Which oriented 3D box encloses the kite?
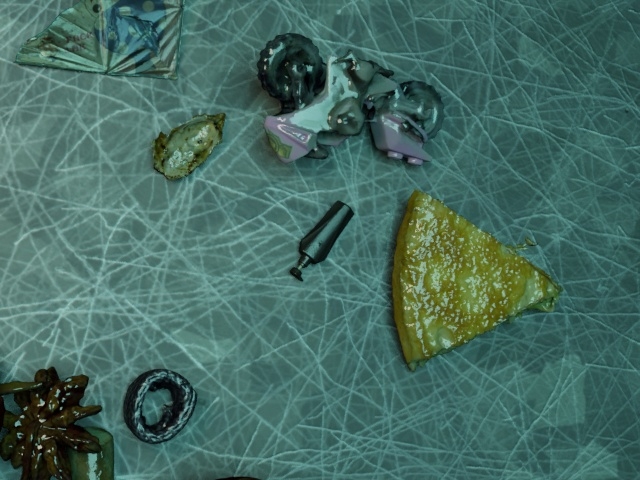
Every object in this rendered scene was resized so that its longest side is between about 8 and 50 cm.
[{"bbox_3d":[-0.311,-0.359,1.626,0.335,0.011,0.314,-44,111,-8],"label":"kite"}]

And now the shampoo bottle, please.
[{"bbox_3d":[0.000,0.000,1.700,0.048,0.027,0.137,40,75,-7],"label":"shampoo bottle"}]

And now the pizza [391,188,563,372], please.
[{"bbox_3d":[0.245,0.081,1.745,0.288,0.075,0.279,10,85,-17],"label":"pizza"}]

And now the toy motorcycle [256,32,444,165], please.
[{"bbox_3d":[0.040,-0.185,1.686,0.327,0.143,0.188,16,88,-29],"label":"toy motorcycle"}]

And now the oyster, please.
[{"bbox_3d":[-0.192,-0.141,1.660,0.132,0.029,0.086,-18,95,-21],"label":"oyster"}]

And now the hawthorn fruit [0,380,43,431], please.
[{"bbox_3d":[-0.498,0.204,1.441,0.266,0.210,0.230,-6,61,-30],"label":"hawthorn fruit"}]

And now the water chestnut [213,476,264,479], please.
[{"bbox_3d":[-0.076,0.473,1.501,0.347,0.335,0.335,-14,87,-47],"label":"water chestnut"}]

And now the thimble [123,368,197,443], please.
[{"bbox_3d":[-0.232,0.235,1.584,0.104,0.066,0.095,-42,99,-16],"label":"thimble"}]

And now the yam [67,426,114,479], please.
[{"bbox_3d":[-0.319,0.334,1.547,0.070,0.070,0.146,-1,83,-17],"label":"yam"}]

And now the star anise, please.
[{"bbox_3d":[-0.370,0.284,1.497,0.177,0.073,0.233,-12,75,23],"label":"star anise"}]
